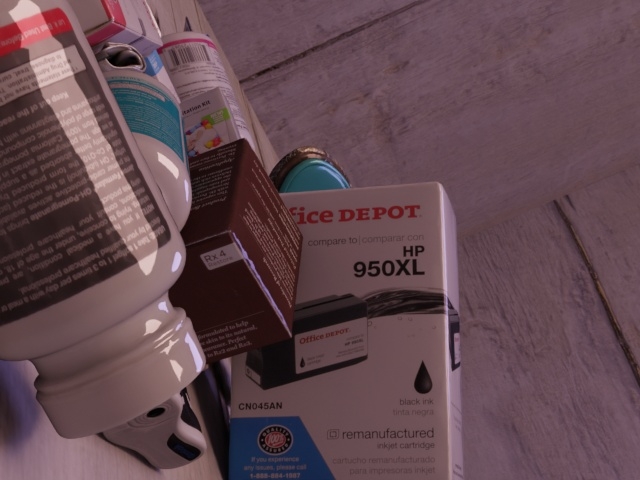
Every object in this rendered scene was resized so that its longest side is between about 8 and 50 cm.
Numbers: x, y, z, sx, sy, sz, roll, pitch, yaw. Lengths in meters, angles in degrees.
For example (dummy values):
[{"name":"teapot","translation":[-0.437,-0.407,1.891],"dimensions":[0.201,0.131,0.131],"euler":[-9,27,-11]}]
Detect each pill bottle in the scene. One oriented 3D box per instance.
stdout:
[{"name":"pill bottle","translation":[-0.218,-0.077,1.261],"dimensions":[0.264,0.146,0.146],"euler":[-106,171,-59]},{"name":"pill bottle","translation":[-0.211,-0.019,0.872],"dimensions":[0.176,0.176,0.318],"euler":[-90,156,-78]},{"name":"pill bottle","translation":[-0.201,-0.177,1.843],"dimensions":[0.160,0.160,0.283],"euler":[50,18,-74]}]

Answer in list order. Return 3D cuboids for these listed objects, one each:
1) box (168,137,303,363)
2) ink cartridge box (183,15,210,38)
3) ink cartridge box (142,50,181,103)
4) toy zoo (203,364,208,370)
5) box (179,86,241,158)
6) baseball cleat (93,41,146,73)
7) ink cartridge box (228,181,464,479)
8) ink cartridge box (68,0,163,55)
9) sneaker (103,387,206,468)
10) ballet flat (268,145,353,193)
[{"name":"box","translation":[-0.134,0.017,1.365],"dimensions":[0.203,0.169,0.167],"euler":[-85,152,-53]},{"name":"ink cartridge box","translation":[-0.187,-0.209,2.078],"dimensions":[0.307,0.072,0.303],"euler":[127,-55,-65]},{"name":"ink cartridge box","translation":[-0.259,-0.196,1.701],"dimensions":[0.090,0.092,0.143],"euler":[-96,161,-74]},{"name":"toy zoo","translation":[-0.216,0.018,1.522],"dimensions":[0.192,0.030,0.293],"euler":[-94,160,-76]},{"name":"box","translation":[-0.171,-0.102,1.535],"dimensions":[0.038,0.145,0.186],"euler":[61,7,-58]},{"name":"baseball cleat","translation":[-0.269,-0.198,1.498],"dimensions":[0.072,0.109,0.206],"euler":[62,2,6]},{"name":"ink cartridge box","translation":[0.036,0.136,1.511],"dimensions":[0.166,0.286,0.394],"euler":[52,36,-70]},{"name":"ink cartridge box","translation":[-0.325,-0.341,1.513],"dimensions":[0.283,0.117,0.207],"euler":[-35,102,-85]},{"name":"sneaker","translation":[-0.180,0.140,1.125],"dimensions":[0.217,0.079,0.121],"euler":[75,-8,-60]},{"name":"ballet flat","translation":[0.000,0.000,1.838],"dimensions":[0.182,0.164,0.482],"euler":[44,-8,44]}]
